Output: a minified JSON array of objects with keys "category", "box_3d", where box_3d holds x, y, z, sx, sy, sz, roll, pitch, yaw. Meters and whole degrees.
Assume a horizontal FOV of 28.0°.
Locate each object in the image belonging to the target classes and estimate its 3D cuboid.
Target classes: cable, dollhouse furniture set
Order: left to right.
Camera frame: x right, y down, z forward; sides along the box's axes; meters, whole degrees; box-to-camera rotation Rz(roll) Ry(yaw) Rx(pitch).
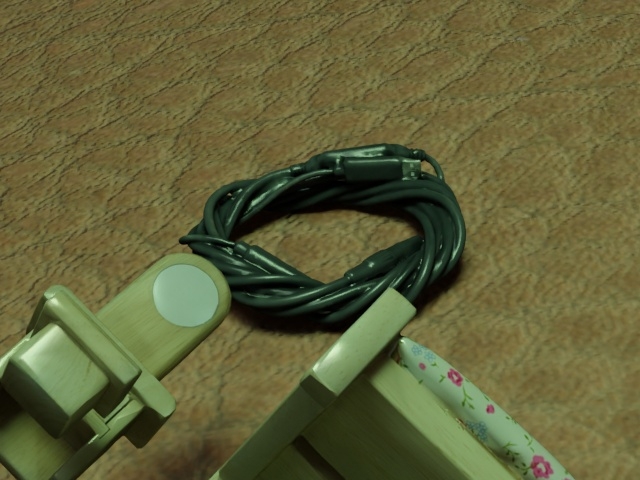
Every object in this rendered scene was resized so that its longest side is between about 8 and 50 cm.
[{"category":"cable","box_3d":[0.000,0.000,0.832,0.185,0.047,0.150,-7,43,3]},{"category":"dollhouse furniture set","box_3d":[0.047,0.059,0.476,0.303,0.355,0.174,44,57,3]}]
